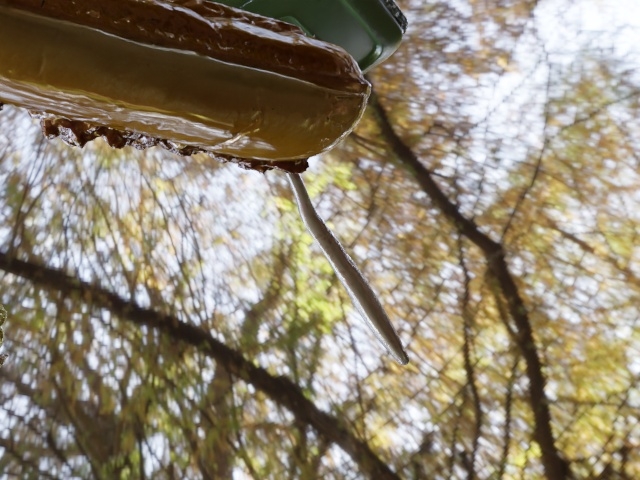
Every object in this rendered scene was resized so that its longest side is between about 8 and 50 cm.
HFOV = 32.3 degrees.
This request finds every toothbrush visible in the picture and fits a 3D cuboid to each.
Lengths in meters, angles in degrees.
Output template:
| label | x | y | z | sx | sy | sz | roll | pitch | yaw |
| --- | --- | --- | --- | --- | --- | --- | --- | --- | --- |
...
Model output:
| label | x | y | z | sx | sy | sz | roll | pitch | yaw |
| --- | --- | --- | --- | --- | --- | --- | --- | --- | --- |
| toothbrush | 0.000 | 0.000 | 0.866 | 0.030 | 0.025 | 0.307 | -29 | -56 | 6 |

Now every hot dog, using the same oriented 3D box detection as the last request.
| label | x | y | z | sx | sy | sz | roll | pitch | yaw |
| --- | --- | --- | --- | --- | --- | --- | --- | --- | --- |
| hot dog | -0.078 | -0.074 | 0.490 | 0.249 | 0.102 | 0.076 | 8 | -74 | -38 |

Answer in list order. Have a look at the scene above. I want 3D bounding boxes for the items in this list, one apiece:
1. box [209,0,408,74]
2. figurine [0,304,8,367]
| label | x | y | z | sx | sy | sz | roll | pitch | yaw |
| --- | --- | --- | --- | --- | --- | --- | --- | --- | --- |
| box | -0.082 | -0.241 | 1.092 | 0.253 | 0.329 | 0.177 | -33 | -109 | 10 |
| figurine | -0.401 | 0.104 | 1.112 | 0.127 | 0.235 | 0.155 | -29 | -31 | 28 |
